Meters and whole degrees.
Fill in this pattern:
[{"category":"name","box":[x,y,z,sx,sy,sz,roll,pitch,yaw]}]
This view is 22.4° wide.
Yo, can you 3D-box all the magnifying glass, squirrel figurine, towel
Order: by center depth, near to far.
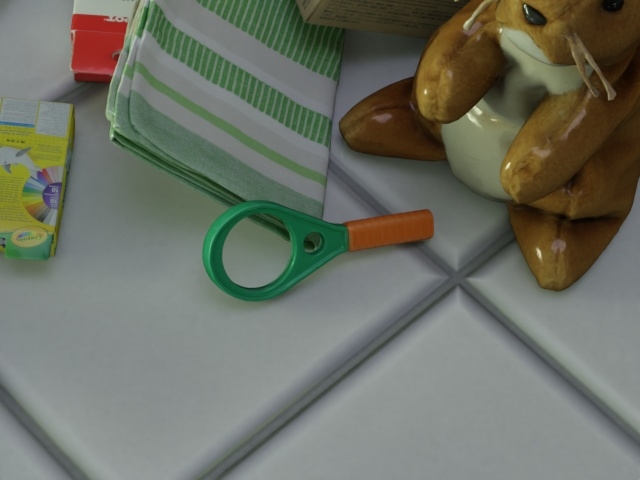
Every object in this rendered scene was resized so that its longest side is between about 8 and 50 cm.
[{"category":"squirrel figurine","box":[0.253,-0.211,1.492,0.397,0.370,0.281,-36,67,-27]},{"category":"magnifying glass","box":[0.000,0.000,1.503,0.231,0.092,0.026,-8,16,-22]},{"category":"towel","box":[-0.078,-0.177,1.557,0.248,0.038,0.325,29,50,-28]}]

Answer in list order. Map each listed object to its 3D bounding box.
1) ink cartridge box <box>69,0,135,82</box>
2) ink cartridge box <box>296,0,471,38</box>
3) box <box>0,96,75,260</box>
[{"category":"ink cartridge box","box":[-0.179,-0.231,1.626,0.134,0.078,0.231,4,56,-5]},{"category":"ink cartridge box","box":[0.111,-0.296,1.601,0.234,0.193,0.088,3,51,-32]},{"category":"box","box":[-0.291,-0.053,1.512,0.105,0.043,0.179,6,53,-4]}]
